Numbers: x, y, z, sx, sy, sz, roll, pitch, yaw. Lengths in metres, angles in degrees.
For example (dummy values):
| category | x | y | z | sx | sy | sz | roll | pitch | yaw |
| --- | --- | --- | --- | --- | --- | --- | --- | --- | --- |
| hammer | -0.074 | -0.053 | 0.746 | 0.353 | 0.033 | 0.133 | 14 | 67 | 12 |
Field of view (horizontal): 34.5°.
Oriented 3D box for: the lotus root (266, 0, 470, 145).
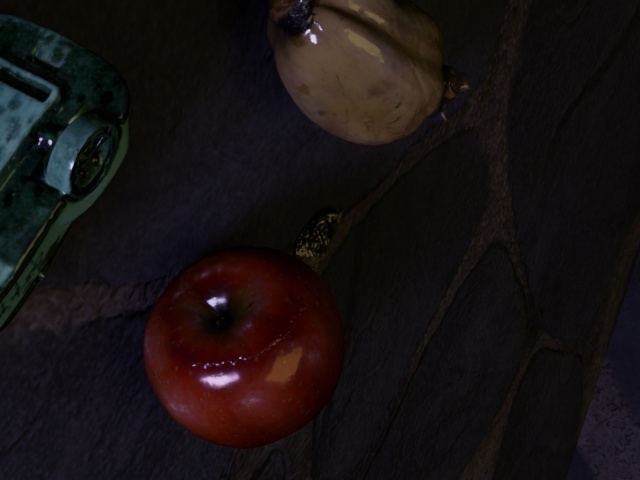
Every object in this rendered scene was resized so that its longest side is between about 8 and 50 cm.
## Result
| category | x | y | z | sx | sy | sz | roll | pitch | yaw |
| --- | --- | --- | --- | --- | --- | --- | --- | --- | --- |
| lotus root | 0.033 | -0.176 | 0.962 | 0.257 | 0.140 | 0.154 | 27 | 54 | -51 |

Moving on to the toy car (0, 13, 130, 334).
| category | x | y | z | sx | sy | sz | roll | pitch | yaw |
| --- | --- | --- | --- | --- | --- | --- | --- | --- | --- |
| toy car | -0.237 | 0.005 | 0.645 | 0.306 | 0.136 | 0.125 | -60 | 168 | -16 |

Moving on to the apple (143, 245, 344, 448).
| category | x | y | z | sx | sy | sz | roll | pitch | yaw |
| --- | --- | --- | --- | --- | --- | --- | --- | --- | --- |
| apple | -0.065 | 0.098 | 0.915 | 0.181 | 0.181 | 0.168 | -51 | 144 | -29 |

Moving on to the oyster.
| category | x | y | z | sx | sy | sz | roll | pitch | yaw |
| --- | --- | --- | --- | --- | --- | --- | --- | --- | --- |
| oyster | 0.002 | -0.002 | 1.115 | 0.083 | 0.019 | 0.054 | -57 | 146 | -23 |
